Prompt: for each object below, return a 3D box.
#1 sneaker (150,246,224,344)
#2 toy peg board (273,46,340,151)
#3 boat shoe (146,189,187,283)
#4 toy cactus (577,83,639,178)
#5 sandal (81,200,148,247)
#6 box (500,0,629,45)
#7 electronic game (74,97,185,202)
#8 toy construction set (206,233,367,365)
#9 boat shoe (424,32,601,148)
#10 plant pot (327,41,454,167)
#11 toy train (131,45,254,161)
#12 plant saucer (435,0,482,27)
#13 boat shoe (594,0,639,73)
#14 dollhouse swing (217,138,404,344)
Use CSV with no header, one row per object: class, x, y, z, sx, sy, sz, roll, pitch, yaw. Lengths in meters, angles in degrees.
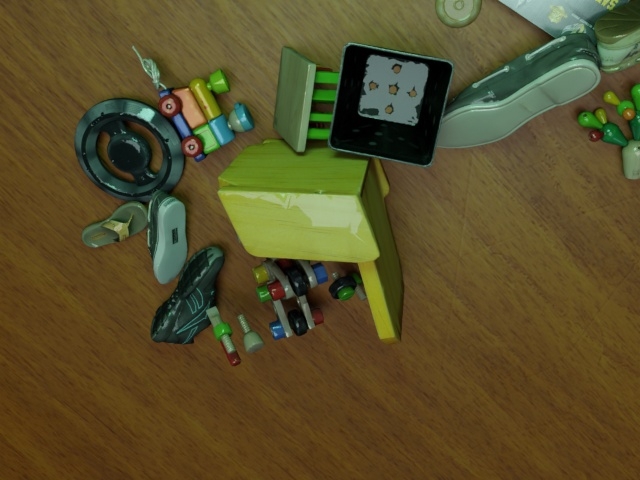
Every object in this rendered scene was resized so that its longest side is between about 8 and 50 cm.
sneaker,-0.274,0.126,1.518,0.106,0.101,0.267,25,115,-27
toy peg board,-0.022,-0.265,1.288,0.079,0.160,0.161,-1,115,-21
boat shoe,-0.334,-0.007,1.474,0.070,0.078,0.219,34,129,30
toy cactus,0.587,-0.195,1.249,0.219,0.112,0.180,-8,121,2
sandal,-0.445,-0.023,1.483,0.180,0.049,0.072,-23,121,17
box,0.417,-0.456,1.179,0.231,0.056,0.183,32,113,-5
electronic game,-0.393,-0.183,1.416,0.230,0.048,0.229,3,121,5
toy construction set,-0.114,0.077,1.415,0.309,0.257,0.237,-35,64,7
boat shoe,0.342,-0.265,1.245,0.335,0.095,0.112,-21,138,37
plant pot,0.128,-0.260,1.243,0.188,0.167,0.188,11,115,3
toy train,-0.242,-0.291,1.326,0.144,0.105,0.248,-25,107,6
plant saucer,0.249,-0.426,1.238,0.084,0.015,0.083,3,112,7
boat shoe,0.598,-0.375,1.153,0.285,0.104,0.089,-21,133,5
dollhouse swing,0.000,0.000,1.273,0.315,0.347,0.304,2,113,7
